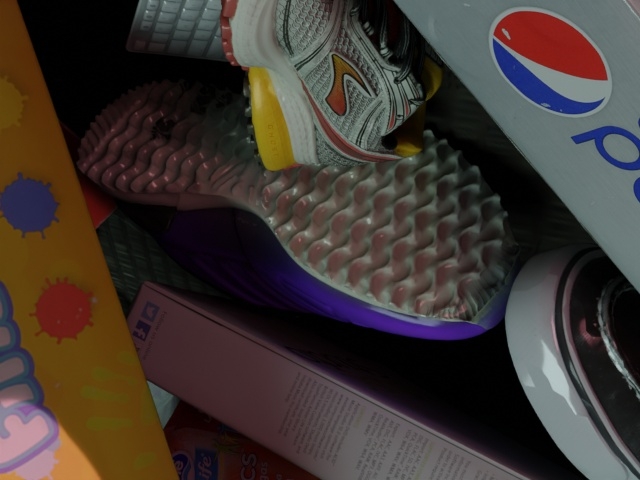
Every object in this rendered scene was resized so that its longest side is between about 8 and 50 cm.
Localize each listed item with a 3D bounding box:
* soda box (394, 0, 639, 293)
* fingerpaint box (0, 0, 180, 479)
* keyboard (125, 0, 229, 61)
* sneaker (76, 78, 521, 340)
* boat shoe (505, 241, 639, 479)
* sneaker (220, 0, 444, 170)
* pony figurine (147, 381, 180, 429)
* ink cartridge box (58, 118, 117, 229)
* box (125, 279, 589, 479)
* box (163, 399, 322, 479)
[{"bbox_3d":[0.138,-0.055,0.454,0.286,0.091,0.098,47,154,-15],"label":"soda box"},{"bbox_3d":[-0.218,0.096,0.737,0.445,0.163,0.371,70,157,5],"label":"fingerpaint box"},{"bbox_3d":[-0.037,-0.148,0.579,0.072,0.014,0.256,9,158,-15],"label":"keyboard"},{"bbox_3d":[0.000,-0.001,0.719,0.293,0.102,0.146,22,156,37],"label":"sneaker"},{"bbox_3d":[0.219,0.102,0.574,0.306,0.113,0.105,44,147,-15],"label":"boat shoe"},{"bbox_3d":[0.009,-0.103,0.550,0.092,0.088,0.225,3,160,7],"label":"sneaker"},{"bbox_3d":[-0.178,0.244,1.173,0.350,0.303,0.363,16,162,-30],"label":"pony figurine"},{"bbox_3d":[-0.310,-0.083,1.005,0.296,0.066,0.261,43,154,-7],"label":"ink cartridge box"},{"bbox_3d":[0.065,0.120,0.737,0.322,0.059,0.232,26,-177,27],"label":"box"},{"bbox_3d":[-0.014,0.195,0.902,0.128,0.123,0.257,25,173,29],"label":"box"}]
